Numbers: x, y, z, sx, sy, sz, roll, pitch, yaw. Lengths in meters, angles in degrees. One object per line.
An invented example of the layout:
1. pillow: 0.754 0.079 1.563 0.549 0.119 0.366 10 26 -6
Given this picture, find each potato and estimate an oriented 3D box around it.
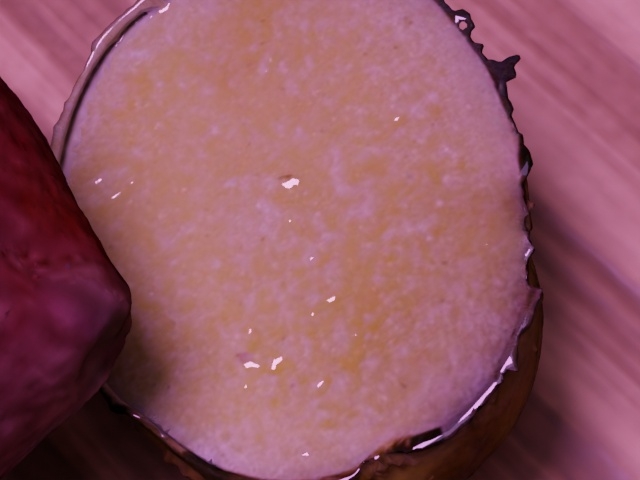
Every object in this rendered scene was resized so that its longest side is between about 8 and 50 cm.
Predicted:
1. potato: 0.000 0.000 0.625 0.164 0.081 0.200 -25 61 6

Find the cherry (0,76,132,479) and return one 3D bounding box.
1. cherry: -0.198 0.017 0.572 0.300 0.203 0.230 -4 52 18
